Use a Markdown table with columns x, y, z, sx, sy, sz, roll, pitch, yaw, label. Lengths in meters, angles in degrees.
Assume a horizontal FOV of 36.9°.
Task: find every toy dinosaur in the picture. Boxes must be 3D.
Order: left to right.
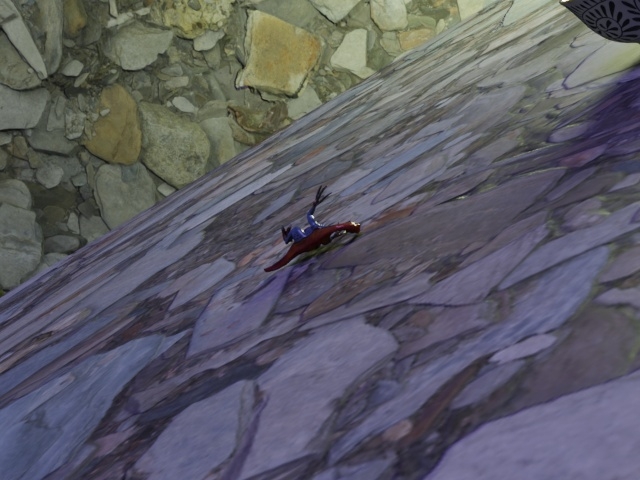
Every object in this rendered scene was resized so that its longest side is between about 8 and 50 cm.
| x | y | z | sx | sy | sz | roll | pitch | yaw | label |
| --- | --- | --- | --- | --- | --- | --- | --- | --- | --- |
| 0.000 | 0.000 | 0.861 | 0.082 | 0.047 | 0.090 | 13 | 78 | 63 | toy dinosaur |

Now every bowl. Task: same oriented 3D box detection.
| x | y | z | sx | sy | sz | roll | pitch | yaw | label |
| --- | --- | --- | --- | --- | --- | --- | --- | --- | --- |
| 0.311 | -0.225 | 0.871 | 0.170 | 0.080 | 0.170 | -29 | 11 | 6 | bowl |
